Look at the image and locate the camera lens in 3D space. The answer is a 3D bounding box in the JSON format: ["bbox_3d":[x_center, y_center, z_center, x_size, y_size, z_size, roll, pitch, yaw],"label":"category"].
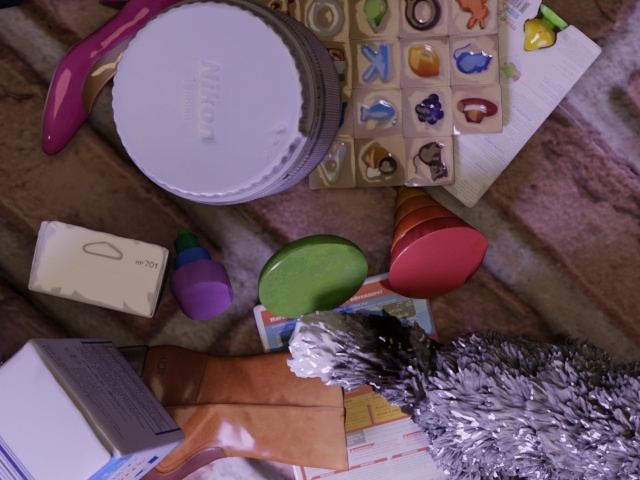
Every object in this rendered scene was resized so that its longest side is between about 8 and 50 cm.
[{"bbox_3d":[-0.097,-0.151,1.787,0.219,0.274,0.219,1,94,8],"label":"camera lens"}]

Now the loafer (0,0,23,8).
[{"bbox_3d":[-0.319,-0.309,1.875,0.170,0.062,0.061,-6,73,11],"label":"loafer"}]

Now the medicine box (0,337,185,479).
[{"bbox_3d":[-0.307,0.238,1.697,0.263,0.289,0.149,-41,81,4],"label":"medicine box"}]

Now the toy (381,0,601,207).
[{"bbox_3d":[0.199,-0.172,1.924,0.137,0.056,0.237,40,99,3],"label":"toy"}]

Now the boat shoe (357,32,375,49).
[{"bbox_3d":[0.080,-0.210,1.934,0.100,0.035,0.035,25,116,-7],"label":"boat shoe"}]

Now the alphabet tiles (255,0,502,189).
[{"bbox_3d":[0.063,-0.232,1.904,0.285,0.011,0.342,-2,94,8],"label":"alphabet tiles"}]

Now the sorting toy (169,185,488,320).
[{"bbox_3d":[0.000,0.000,1.871,0.365,0.127,0.126,-8,51,-16],"label":"sorting toy"}]

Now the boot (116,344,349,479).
[{"bbox_3d":[-0.108,0.249,1.890,0.280,0.096,0.264,1,81,-2],"label":"boot"}]

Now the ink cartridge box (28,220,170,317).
[{"bbox_3d":[-0.241,0.031,1.829,0.139,0.190,0.082,14,89,-4],"label":"ink cartridge box"}]

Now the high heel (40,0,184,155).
[{"bbox_3d":[-0.229,-0.195,1.886,0.117,0.082,0.244,22,75,7],"label":"high heel"}]

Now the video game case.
[{"bbox_3d":[0.053,0.190,1.934,0.204,0.025,0.285,-14,91,-4],"label":"video game case"}]

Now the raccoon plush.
[{"bbox_3d":[0.208,0.189,1.769,0.446,0.299,0.216,8,81,-20],"label":"raccoon plush"}]
